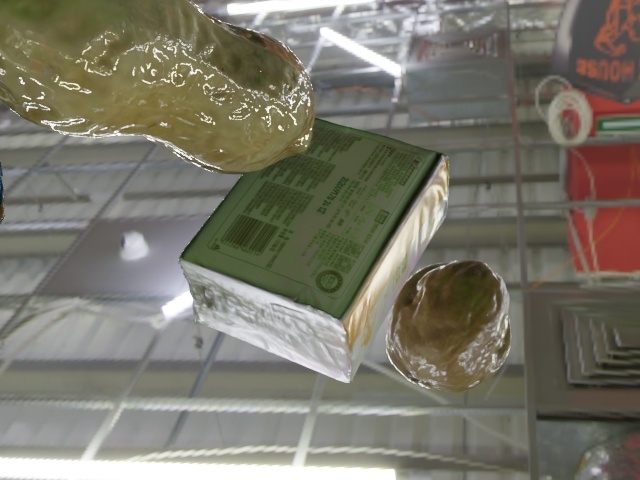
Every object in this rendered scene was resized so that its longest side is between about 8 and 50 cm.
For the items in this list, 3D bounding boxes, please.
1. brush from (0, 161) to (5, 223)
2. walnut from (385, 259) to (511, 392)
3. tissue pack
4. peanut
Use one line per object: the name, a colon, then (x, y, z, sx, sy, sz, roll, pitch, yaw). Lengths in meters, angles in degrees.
brush: (-0.232, -0.082, 0.570, 0.014, 0.164, 0.051, 3, -158, 10)
walnut: (0.155, 0.101, 1.028, 0.149, 0.166, 0.166, 37, -140, 5)
tissue pack: (0.000, 0.000, 0.870, 0.185, 0.124, 0.225, 20, -125, 20)
peanut: (-0.101, -0.110, 0.574, 0.275, 0.111, 0.125, 15, -149, -53)
